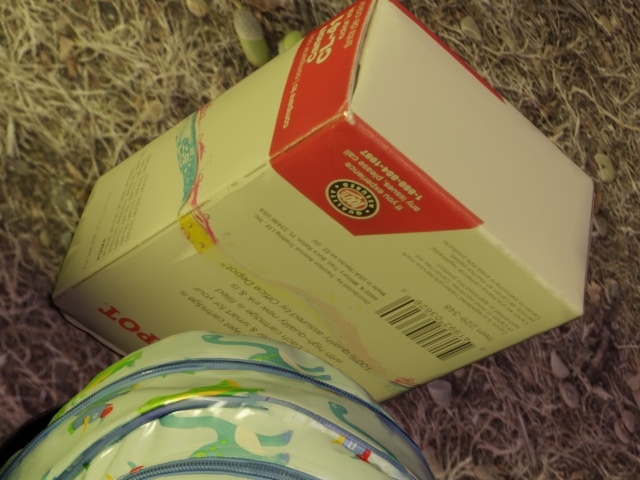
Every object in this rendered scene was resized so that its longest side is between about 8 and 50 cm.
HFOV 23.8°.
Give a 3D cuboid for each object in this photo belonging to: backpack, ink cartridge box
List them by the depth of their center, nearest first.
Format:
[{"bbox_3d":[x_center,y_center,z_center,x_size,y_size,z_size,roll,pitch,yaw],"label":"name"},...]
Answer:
[{"bbox_3d":[-0.077,0.220,0.745,0.290,0.273,0.355,35,87,-5],"label":"backpack"},{"bbox_3d":[0.000,0.000,1.041,0.226,0.306,0.131,38,46,-27],"label":"ink cartridge box"}]

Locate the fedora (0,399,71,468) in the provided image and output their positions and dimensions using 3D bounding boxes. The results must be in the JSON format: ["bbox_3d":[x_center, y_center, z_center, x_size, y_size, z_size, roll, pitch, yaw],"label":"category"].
[{"bbox_3d":[-0.073,0.244,0.954,0.334,0.152,0.334,23,54,-37],"label":"fedora"}]
